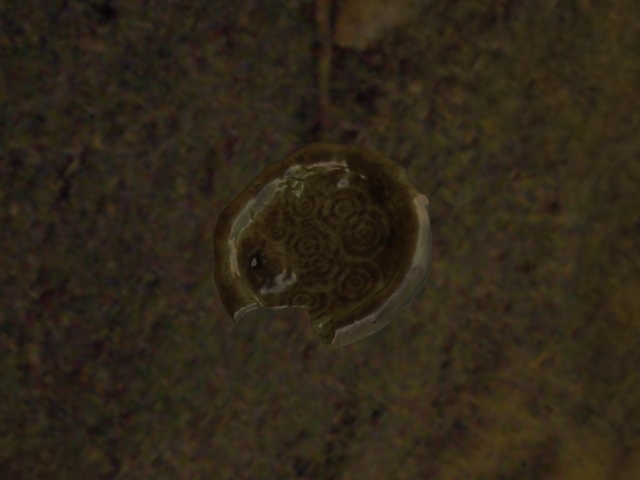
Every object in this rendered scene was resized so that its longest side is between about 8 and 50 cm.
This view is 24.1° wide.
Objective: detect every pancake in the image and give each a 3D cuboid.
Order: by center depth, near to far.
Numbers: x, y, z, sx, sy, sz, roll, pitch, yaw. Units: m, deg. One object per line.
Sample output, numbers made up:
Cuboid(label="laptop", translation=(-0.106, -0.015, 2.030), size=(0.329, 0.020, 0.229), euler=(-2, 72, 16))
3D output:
Cuboid(label="pancake", translation=(0.000, 0.000, 1.455), size=(0.029, 0.235, 0.212), euler=(49, 52, -57))
